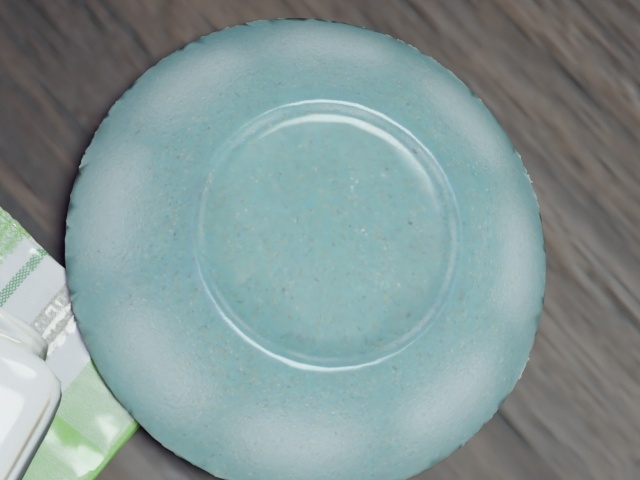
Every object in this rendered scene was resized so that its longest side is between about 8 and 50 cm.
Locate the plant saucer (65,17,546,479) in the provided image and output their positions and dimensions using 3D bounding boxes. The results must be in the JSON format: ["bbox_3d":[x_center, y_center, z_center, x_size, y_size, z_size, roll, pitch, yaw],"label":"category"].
[{"bbox_3d":[0.000,0.000,0.675,0.194,0.037,0.195,3,76,-11],"label":"plant saucer"}]

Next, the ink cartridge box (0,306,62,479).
[{"bbox_3d":[-0.288,0.145,0.537,0.279,0.160,0.385,30,76,-3],"label":"ink cartridge box"}]

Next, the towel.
[{"bbox_3d":[-0.144,0.043,0.673,0.152,0.023,0.113,41,80,0],"label":"towel"}]
